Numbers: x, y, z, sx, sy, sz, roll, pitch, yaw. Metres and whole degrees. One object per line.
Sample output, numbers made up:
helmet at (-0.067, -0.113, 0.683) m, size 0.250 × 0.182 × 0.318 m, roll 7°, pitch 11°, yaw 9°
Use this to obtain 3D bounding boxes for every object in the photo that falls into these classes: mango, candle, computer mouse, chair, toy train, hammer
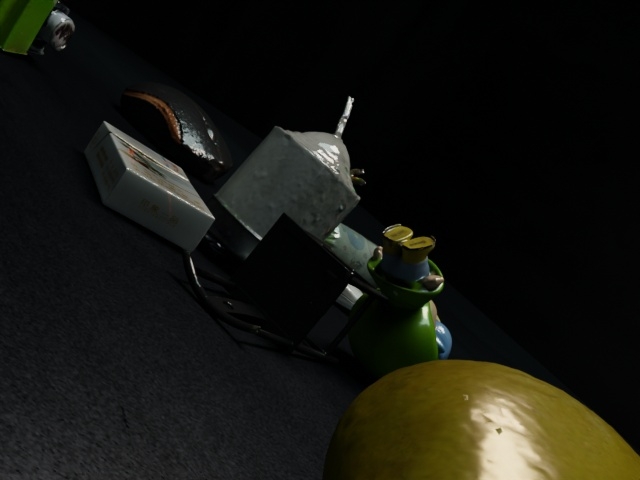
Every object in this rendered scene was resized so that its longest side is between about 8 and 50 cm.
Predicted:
mango at (0.124, 0.221, 0.675) m, size 0.301 × 0.220 × 0.445 m, roll 42°, pitch 11°, yaw 15°
candle at (-0.036, -0.086, 1.467) m, size 0.187 × 0.330 × 0.187 m, roll 41°, pitch 0°, yaw 0°
computer mouse at (-0.305, -0.249, 2.031) m, size 0.323 × 0.116 × 0.183 m, roll 42°, pitch 13°, yaw 29°
chair at (-0.043, 0.059, 1.245) m, size 0.154 × 0.141 × 0.260 m, roll 41°, pitch 5°, yaw 30°
toy train at (-0.614, -0.481, 1.772) m, size 0.307 × 0.173 × 0.249 m, roll 39°, pitch 13°, yaw 7°
hammer at (0.000, 0.000, 2.011) m, size 0.206 × 0.119 × 0.335 m, roll 34°, pitch 1°, yaw -34°

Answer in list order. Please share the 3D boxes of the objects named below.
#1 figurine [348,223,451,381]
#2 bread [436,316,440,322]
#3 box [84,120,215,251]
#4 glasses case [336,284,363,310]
figurine at (0.118, 0.105, 1.388) m, size 0.162 × 0.263 × 0.143 m, roll 26°, pitch 40°, yaw 35°
bread at (0.162, 0.134, 2.059) m, size 0.188 × 0.068 × 0.125 m, roll 34°, pitch 8°, yaw -26°
box at (-0.254, -0.082, 1.367) m, size 0.149 × 0.067 × 0.233 m, roll 34°, pitch 7°, yaw -30°
glasses case at (0.006, 0.067, 1.778) m, size 0.197 × 0.049 × 0.076 m, roll 38°, pitch 6°, yaw 4°
